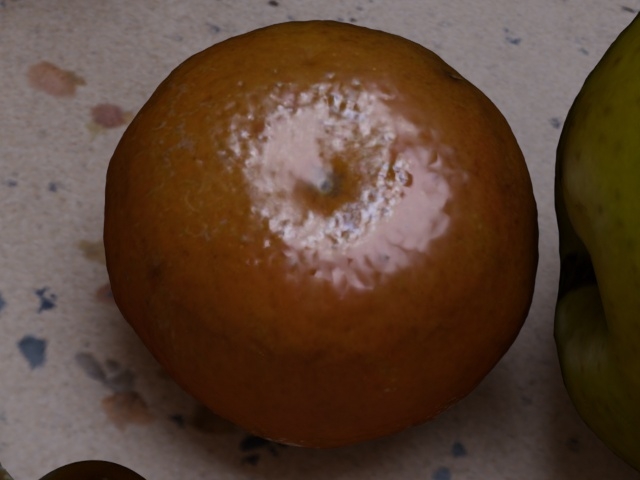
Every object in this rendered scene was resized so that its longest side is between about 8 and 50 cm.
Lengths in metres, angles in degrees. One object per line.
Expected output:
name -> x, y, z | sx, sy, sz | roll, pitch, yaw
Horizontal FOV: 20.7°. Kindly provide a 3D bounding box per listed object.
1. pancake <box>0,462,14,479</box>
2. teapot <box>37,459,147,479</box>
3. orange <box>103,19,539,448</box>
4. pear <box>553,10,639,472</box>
pancake -> -0.235, 0.056, 0.851 | 0.244, 0.057, 0.266 | 31, 48, 12
teapot -> -0.116, 0.160, 0.783 | 0.098, 0.078, 0.129 | 44, 56, -28
orange -> 0.000, 0.000, 0.885 | 0.224, 0.170, 0.224 | -2, 65, 3
pear -> 0.315, -0.011, 0.839 | 0.418, 0.362, 0.362 | -13, 51, -1
